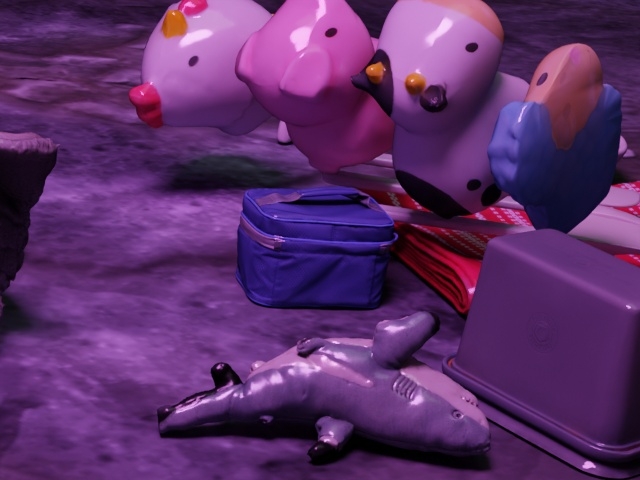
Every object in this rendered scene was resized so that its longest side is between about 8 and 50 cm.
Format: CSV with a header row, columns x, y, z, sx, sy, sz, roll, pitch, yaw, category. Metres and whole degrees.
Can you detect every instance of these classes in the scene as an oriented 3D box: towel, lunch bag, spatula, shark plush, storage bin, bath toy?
x,y,z,sx,sy,sz,roll,pitch,yaw,category
0.172,0.002,1.155,0.275,0.031,0.199,-1,22,-25,towel
0.000,0.000,1.031,0.098,0.065,0.067,1,21,-20,lunch bag
0.110,-0.030,1.140,0.242,0.019,0.168,9,20,-1,spatula
0.003,0.079,0.835,0.161,0.073,0.067,6,49,-21,shark plush
0.141,0.053,0.904,0.098,0.091,0.135,-9,26,-40,storage bin
0.013,-0.095,1.071,0.348,0.151,0.129,16,32,37,bath toy

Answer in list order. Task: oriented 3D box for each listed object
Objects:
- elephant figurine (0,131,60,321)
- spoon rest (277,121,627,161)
x,y,z,sx,sy,sz,roll,pitch,yaw,category
-0.212,-0.012,0.874,0.239,0.169,0.186,13,42,-39,elephant figurine
0.107,-0.101,1.336,0.276,0.084,0.137,8,19,1,spoon rest
